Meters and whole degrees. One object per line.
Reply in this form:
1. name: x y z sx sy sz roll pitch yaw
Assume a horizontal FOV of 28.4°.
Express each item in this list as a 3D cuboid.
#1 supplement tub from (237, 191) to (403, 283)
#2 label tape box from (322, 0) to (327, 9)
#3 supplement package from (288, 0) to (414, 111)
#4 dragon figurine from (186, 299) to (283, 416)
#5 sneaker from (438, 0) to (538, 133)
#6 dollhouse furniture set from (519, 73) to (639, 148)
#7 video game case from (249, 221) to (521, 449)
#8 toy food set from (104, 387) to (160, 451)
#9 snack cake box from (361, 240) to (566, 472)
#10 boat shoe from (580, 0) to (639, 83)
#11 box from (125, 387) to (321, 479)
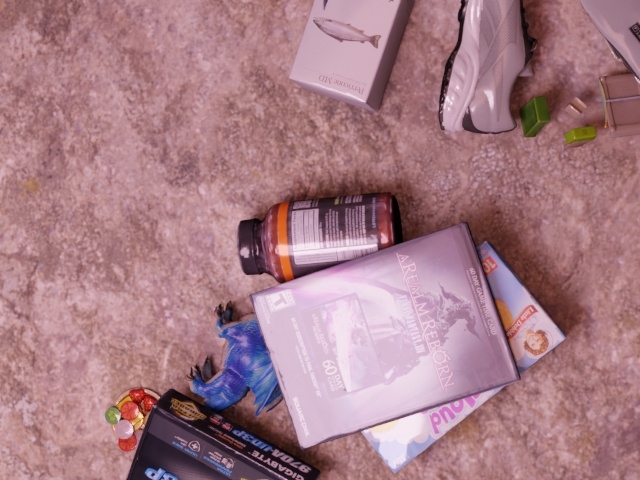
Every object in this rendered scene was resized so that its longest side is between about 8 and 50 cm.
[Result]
1. supplement tub: 0.000 0.000 1.562 0.197 0.106 0.106 -5 88 10
2. label tape box: 0.010 -0.472 1.438 0.106 0.241 0.334 16 62 8
3. supplement package: 0.044 -0.262 1.560 0.105 0.105 0.179 18 92 9
4. dragon figurine: -0.082 0.167 1.581 0.144 0.085 0.289 24 91 10
5. sneaker: 0.217 -0.259 1.543 0.108 0.100 0.272 12 97 2
6. dollhouse furniture set: 0.327 -0.155 1.552 0.151 0.058 0.076 -8 79 -10
7. video game case: 0.074 0.113 1.493 0.274 0.026 0.196 -19 89 11
8. toy food set: -0.235 0.233 1.638 0.082 0.020 0.083 -39 83 7
9. snack cake box: 0.149 0.141 1.541 0.264 0.089 0.152 -40 82 7
10. boat shoe: 0.372 -0.252 1.520 0.077 0.070 0.219 -29 79 4
11. box: -0.128 0.308 1.569 0.220 0.051 0.175 28 119 9
